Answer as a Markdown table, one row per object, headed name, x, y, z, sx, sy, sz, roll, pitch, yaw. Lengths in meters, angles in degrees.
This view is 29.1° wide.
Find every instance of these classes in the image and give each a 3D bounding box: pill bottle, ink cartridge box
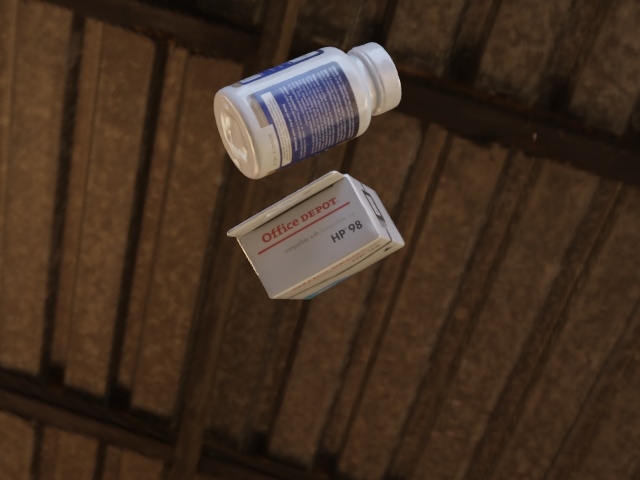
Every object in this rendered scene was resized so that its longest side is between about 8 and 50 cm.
| name | x | y | z | sx | sy | sz | roll | pitch | yaw |
| --- | --- | --- | --- | --- | --- | --- | --- | --- | --- |
| pill bottle | -0.007 | -0.093 | 0.853 | 0.120 | 0.067 | 0.067 | -24 | -52 | -19 |
| ink cartridge box | 0.000 | 0.000 | 1.016 | 0.104 | 0.180 | 0.060 | -30 | -98 | 9 |
